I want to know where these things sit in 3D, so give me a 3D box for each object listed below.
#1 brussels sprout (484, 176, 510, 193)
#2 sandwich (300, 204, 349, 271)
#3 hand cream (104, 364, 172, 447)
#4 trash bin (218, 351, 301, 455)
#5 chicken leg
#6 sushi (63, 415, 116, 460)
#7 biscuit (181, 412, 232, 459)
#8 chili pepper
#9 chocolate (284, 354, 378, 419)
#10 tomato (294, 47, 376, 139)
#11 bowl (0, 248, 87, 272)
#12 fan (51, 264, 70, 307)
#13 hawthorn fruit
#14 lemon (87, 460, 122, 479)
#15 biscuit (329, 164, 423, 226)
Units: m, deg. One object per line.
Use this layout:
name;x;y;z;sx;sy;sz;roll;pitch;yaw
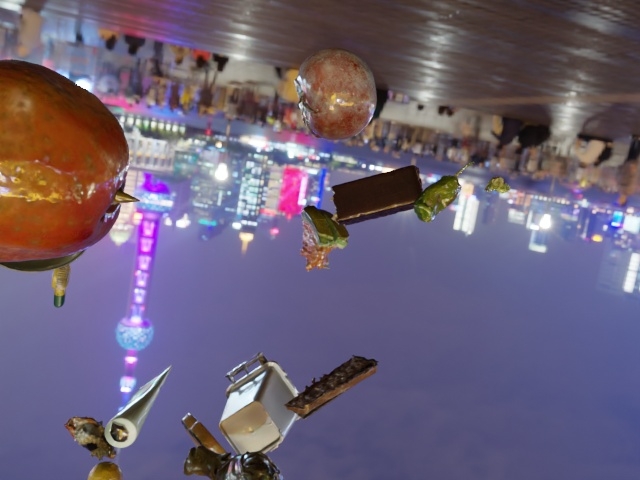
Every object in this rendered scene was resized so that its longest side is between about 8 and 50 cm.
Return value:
brussels sprout;0.606;-0.187;2.235;0.085;0.058;0.085;12;-179;0
sandwich;-0.003;-0.007;2.106;0.109;0.159;0.184;2;-142;-31
hand cream;-0.423;0.376;1.531;0.067;0.109;0.320;52;-174;-10
trash bin;-0.230;0.607;2.386;0.256;0.296;0.367;-32;-178;9
chicken leg;-0.272;0.712;1.986;0.429;0.201;0.152;4;139;41
sushi;-0.734;0.648;2.159;0.103;0.097;0.226;35;162;50
biscuit;-0.377;0.722;2.279;0.344;0.057;0.287;35;156;32
chili pepper;0.296;-0.114;1.601;0.073;0.072;0.204;12;-137;46
chocolate;0.038;0.417;1.882;0.102;0.065;0.329;6;-161;42
tomato;0.046;-0.507;2.290;0.283;0.316;0.317;-13;-169;-8
bowl;-0.743;-0.065;1.639;0.337;0.337;0.158;4;161;-40
fan;-0.773;0.135;1.965;0.039;0.155;0.082;10;-147;-13
hawthorn fruit;-0.538;-0.135;1.254;0.403;0.402;0.403;10;-173;-1
lemon;-0.678;0.758;2.076;0.109;0.133;0.109;21;-163;-7
biscuit;0.147;-0.116;1.744;0.252;0.106;0.070;-14;168;15
